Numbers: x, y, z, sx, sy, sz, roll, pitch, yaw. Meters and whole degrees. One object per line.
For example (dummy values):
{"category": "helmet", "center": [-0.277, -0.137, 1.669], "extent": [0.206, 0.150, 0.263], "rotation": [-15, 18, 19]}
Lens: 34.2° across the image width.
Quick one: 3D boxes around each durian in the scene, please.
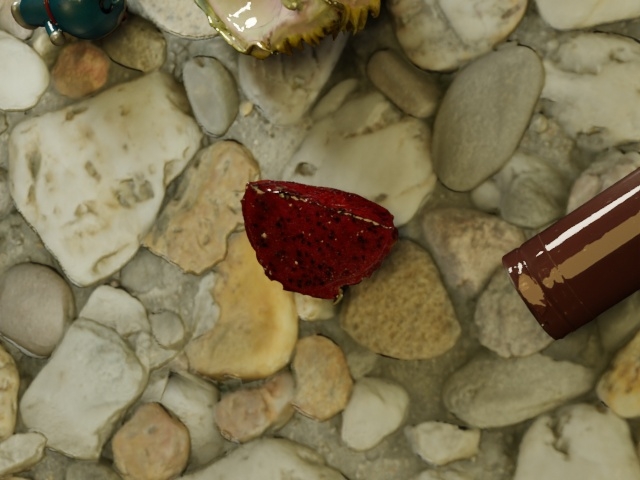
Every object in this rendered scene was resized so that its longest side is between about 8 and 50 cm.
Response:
{"category": "durian", "center": [-0.071, -0.296, 1.066], "extent": [0.305, 0.185, 0.195], "rotation": [54, 129, 11]}

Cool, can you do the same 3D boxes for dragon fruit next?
{"category": "dragon fruit", "center": [0.000, 0.000, 1.045], "extent": [0.162, 0.083, 0.106], "rotation": [15, 111, 11]}

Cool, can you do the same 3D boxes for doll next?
{"category": "doll", "center": [-0.279, -0.271, 1.175], "extent": [0.152, 0.085, 0.114], "rotation": [4, 74, 31]}

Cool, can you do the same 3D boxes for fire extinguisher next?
{"category": "fire extinguisher", "center": [0.294, -0.023, 0.916], "extent": [0.269, 0.105, 0.105], "rotation": [-34, 74, 15]}
